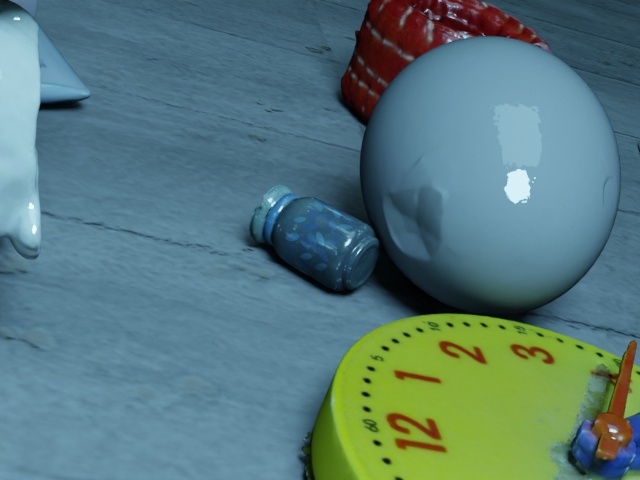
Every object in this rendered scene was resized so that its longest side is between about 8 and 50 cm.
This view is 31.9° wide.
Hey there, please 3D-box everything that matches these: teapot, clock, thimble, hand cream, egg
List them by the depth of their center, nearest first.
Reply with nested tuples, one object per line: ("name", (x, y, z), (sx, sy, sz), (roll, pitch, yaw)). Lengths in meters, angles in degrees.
("clock", (0.139, 0.119, 0.568), (0.293, 0.071, 0.277), (8, 27, -22))
("teapot", (0.001, -0.004, 0.751), (0.083, 0.049, 0.063), (30, 27, 25))
("egg", (0.114, -0.042, 0.762), (0.176, 0.176, 0.232), (16, 34, -6))
("hand cream", (-0.266, -0.177, 0.930), (0.079, 0.048, 0.255), (-8, 39, -30))
("thimble", (0.115, -0.162, 1.069), (0.163, 0.125, 0.189), (-12, 39, -44))

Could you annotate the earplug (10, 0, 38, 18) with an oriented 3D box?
("earplug", (-0.357, -0.173, 0.725), (0.172, 0.172, 0.301), (35, 41, 31))

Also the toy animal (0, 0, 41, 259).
("toy animal", (-0.272, -0.036, 0.559), (0.282, 0.138, 0.140), (-12, 24, -10))

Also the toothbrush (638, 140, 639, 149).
("toothbrush", (0.352, -0.070, 1.174), (0.019, 0.016, 0.219), (27, 24, -1))
